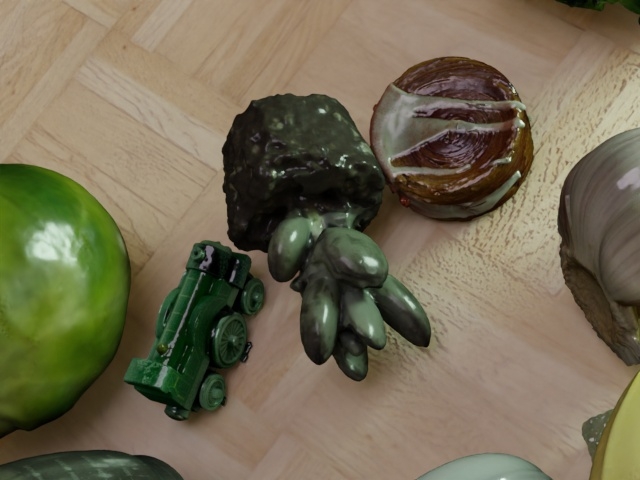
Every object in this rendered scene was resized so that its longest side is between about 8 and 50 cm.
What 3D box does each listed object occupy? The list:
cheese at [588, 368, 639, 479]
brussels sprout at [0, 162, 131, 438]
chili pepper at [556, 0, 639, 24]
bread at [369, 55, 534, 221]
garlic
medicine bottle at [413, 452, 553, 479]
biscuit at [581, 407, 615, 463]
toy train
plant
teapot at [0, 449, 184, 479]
[{"bbox_3d":[0.306,0.191,1.040,0.128,0.259,0.316,-35,19,33],"label":"cheese"},{"bbox_3d":[-0.343,0.069,1.416,0.344,0.344,0.268,-32,91,5],"label":"brussels sprout"},{"bbox_3d":[0.245,-0.361,1.439,0.213,0.167,0.385,-30,69,25],"label":"chili pepper"},{"bbox_3d":[0.127,-0.098,1.405,0.160,0.073,0.161,-8,66,19],"label":"bread"},{"bbox_3d":[0.313,0.028,1.242,0.256,0.207,0.207,33,79,-3],"label":"garlic"},{"bbox_3d":[0.157,0.337,1.074,0.245,0.245,0.306,-42,57,-1],"label":"medicine bottle"},{"bbox_3d":[0.316,0.237,1.172,0.150,0.052,0.252,-21,61,13],"label":"biscuit"},{"bbox_3d":[-0.118,0.083,1.401,0.071,0.104,0.178,11,69,31],"label":"toy train"},{"bbox_3d":[-0.002,-0.001,1.362,0.146,0.149,0.275,-13,62,-18],"label":"plant"},{"bbox_3d":[-0.262,0.262,1.265,0.239,0.239,0.322,-48,47,25],"label":"teapot"}]
